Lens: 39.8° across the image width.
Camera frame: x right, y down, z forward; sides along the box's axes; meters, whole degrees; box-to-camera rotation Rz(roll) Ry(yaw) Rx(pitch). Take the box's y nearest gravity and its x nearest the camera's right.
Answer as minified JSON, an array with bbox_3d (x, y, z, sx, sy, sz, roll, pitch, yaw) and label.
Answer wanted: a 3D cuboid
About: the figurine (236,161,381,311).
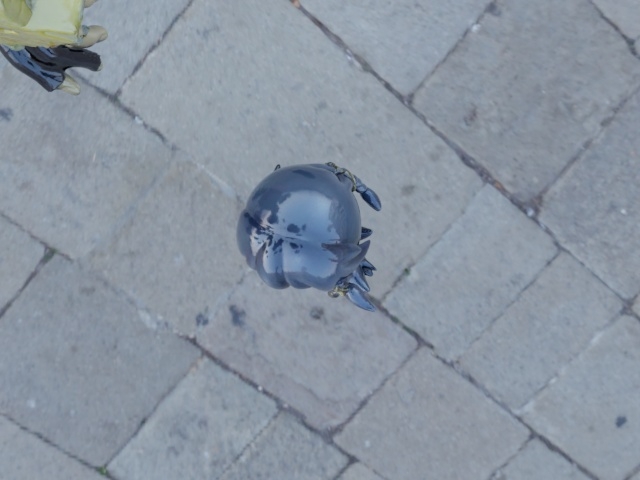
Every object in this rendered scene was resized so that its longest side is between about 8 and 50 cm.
[{"bbox_3d":[-0.011,-0.005,1.182,0.175,0.265,0.197,0,94,9],"label":"figurine"}]

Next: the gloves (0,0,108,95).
[{"bbox_3d":[-0.423,-0.344,1.286,0.152,0.197,0.301,-57,136,-26],"label":"gloves"}]

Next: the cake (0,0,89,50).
[{"bbox_3d":[-0.366,-0.333,0.963,0.222,0.286,0.228,4,95,-38],"label":"cake"}]
